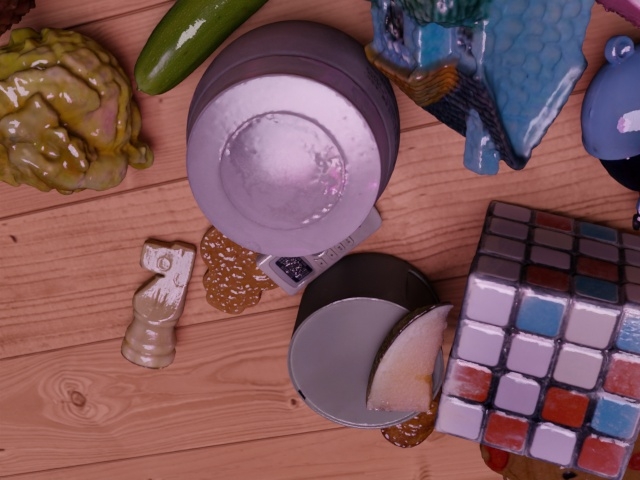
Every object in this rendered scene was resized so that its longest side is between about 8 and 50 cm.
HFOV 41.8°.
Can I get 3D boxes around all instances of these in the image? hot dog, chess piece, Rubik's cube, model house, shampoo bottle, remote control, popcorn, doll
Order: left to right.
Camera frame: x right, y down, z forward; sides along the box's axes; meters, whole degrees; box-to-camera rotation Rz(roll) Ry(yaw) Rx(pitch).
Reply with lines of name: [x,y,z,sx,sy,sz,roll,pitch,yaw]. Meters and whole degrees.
popcorn: [-0.356,-0.160,1.130,0.259,0.212,0.259,5,114,12]
chess piece: [-0.253,0.093,1.322,0.090,0.090,0.201,16,107,-1]
shampoo bottle: [-0.035,-0.132,1.065,0.272,0.266,0.273,3,116,5]
remote control: [0.000,0.000,1.239,0.190,0.029,0.087,-38,122,12]
hot dog: [0.152,0.277,1.365,0.099,0.065,0.147,19,129,-3]
model house: [0.146,-0.218,0.994,0.225,0.261,0.241,-10,121,-21]
Rubik's cube: [0.314,0.126,1.141,0.253,0.259,0.256,13,116,11]
doll: [0.429,-0.131,1.081,0.177,0.141,0.314,-40,122,-10]

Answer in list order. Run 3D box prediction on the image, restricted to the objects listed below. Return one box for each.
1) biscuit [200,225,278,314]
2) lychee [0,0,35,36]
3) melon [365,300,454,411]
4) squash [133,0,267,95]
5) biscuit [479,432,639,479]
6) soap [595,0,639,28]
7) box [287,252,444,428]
biscuit: [-0.108,0.011,1.277,0.143,0.040,0.236,25,118,-1]
lychee: [-0.467,-0.356,1.014,0.267,0.267,0.268,3,117,6]
melon: [0.121,0.156,1.148,0.097,0.054,0.182,6,117,-2]
squash: [-0.142,-0.300,1.095,0.292,0.082,0.082,-38,107,23]
biscuit: [0.452,0.343,1.366,0.380,0.074,0.359,-2,114,5]
soap: [0.465,-0.273,0.957,0.324,0.220,0.127,28,123,-3]
box: [0.071,0.147,1.260,0.226,0.149,0.226,3,117,6]
